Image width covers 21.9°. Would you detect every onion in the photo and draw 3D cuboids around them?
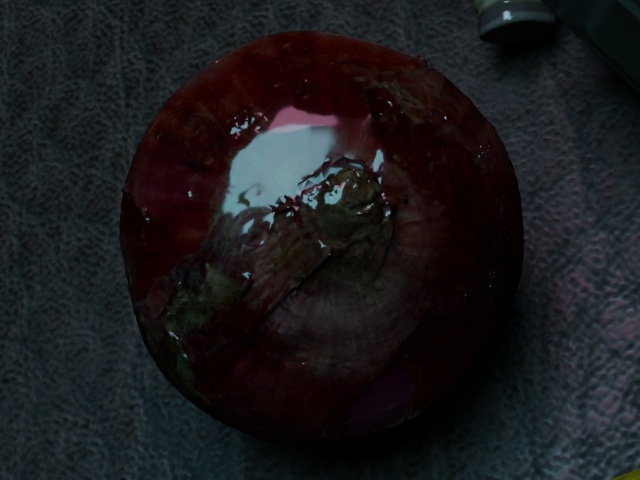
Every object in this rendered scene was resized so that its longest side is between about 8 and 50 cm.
[{"bbox_3d":[0.000,0.000,1.096,0.276,0.276,0.276,-8,60,15],"label":"onion"}]

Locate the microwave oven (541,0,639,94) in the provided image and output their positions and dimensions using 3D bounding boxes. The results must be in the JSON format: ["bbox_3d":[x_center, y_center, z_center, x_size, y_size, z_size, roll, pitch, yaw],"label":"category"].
[{"bbox_3d":[0.327,-0.211,1.110,0.295,0.181,0.237,-45,85,-6],"label":"microwave oven"}]

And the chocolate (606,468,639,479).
[{"bbox_3d":[0.210,0.173,1.029,0.219,0.086,0.086,-25,57,3],"label":"chocolate"}]

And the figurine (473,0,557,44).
[{"bbox_3d":[0.156,-0.343,1.272,0.248,0.203,0.381,-18,72,37],"label":"figurine"}]
